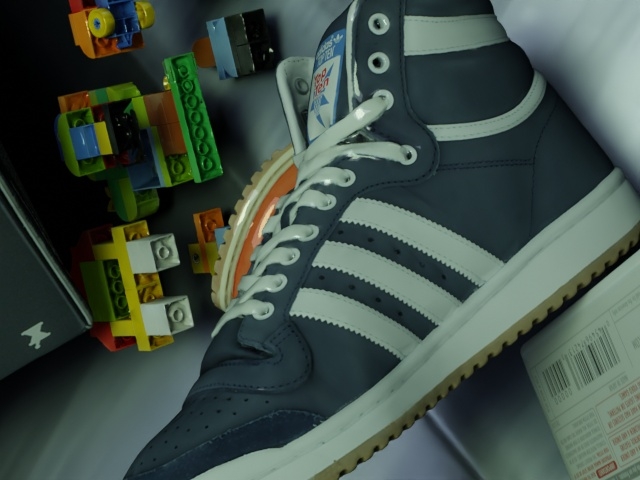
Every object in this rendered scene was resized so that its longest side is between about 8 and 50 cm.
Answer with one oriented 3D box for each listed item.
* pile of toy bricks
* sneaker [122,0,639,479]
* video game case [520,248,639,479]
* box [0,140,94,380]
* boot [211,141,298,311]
[{"bbox_3d":[-0.095,-0.058,0.819,0.105,0.118,0.212,-4,100,47],"label":"pile of toy bricks"},{"bbox_3d":[0.000,0.000,0.651,0.153,0.282,0.099,58,148,-3],"label":"sneaker"},{"bbox_3d":[0.164,0.098,0.616,0.227,0.026,0.206,127,126,-63],"label":"video game case"},{"bbox_3d":[-0.338,-0.023,0.784,0.343,0.179,0.312,-31,52,-6],"label":"box"},{"bbox_3d":[0.016,-0.016,0.762,0.084,0.059,0.158,39,91,18],"label":"boot"}]
